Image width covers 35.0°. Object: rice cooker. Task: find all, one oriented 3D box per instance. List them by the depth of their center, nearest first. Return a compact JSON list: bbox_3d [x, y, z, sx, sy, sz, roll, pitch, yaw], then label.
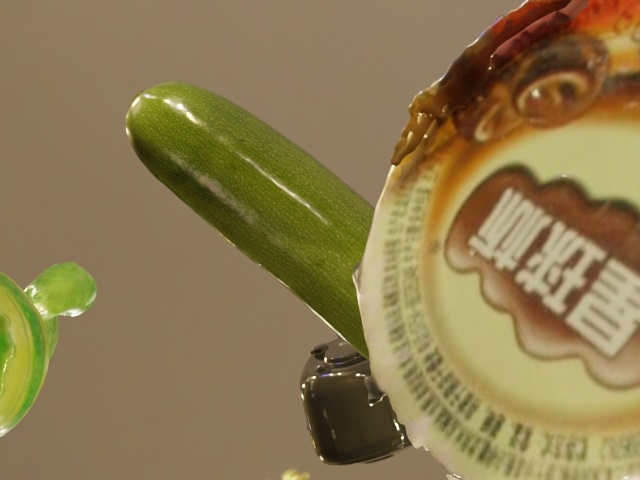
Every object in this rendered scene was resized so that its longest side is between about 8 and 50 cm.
[{"bbox_3d":[0.049,0.158,1.038,0.203,0.142,0.118,-78,149,-83],"label":"rice cooker"}]

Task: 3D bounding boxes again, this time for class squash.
[{"bbox_3d":[0.000,0.000,0.543,0.252,0.066,0.066,41,-34,1],"label":"squash"}]

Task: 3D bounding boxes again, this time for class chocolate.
[{"bbox_3d":[0.133,0.006,0.377,0.221,0.147,0.221,-19,-119,40],"label":"chocolate"}]

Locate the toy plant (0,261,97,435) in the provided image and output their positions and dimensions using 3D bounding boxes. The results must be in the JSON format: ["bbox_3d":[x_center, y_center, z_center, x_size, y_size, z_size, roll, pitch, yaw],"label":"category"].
[{"bbox_3d":[-0.348,0.115,1.062,0.184,0.224,0.316,42,2,4],"label":"toy plant"}]
